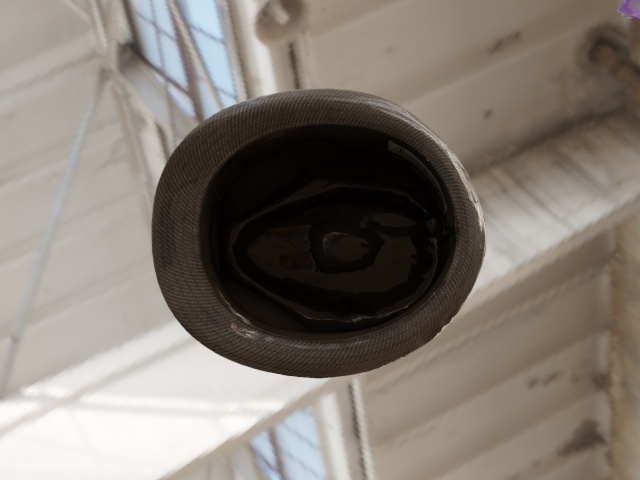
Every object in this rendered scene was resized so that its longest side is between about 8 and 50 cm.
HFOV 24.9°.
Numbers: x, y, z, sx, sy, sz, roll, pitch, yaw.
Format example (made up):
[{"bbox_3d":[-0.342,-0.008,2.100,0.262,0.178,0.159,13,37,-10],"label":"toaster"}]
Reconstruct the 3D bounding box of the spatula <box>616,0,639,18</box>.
[{"bbox_3d":[0.324,-0.253,1.268,0.296,0.084,0.030,-62,-19,-45],"label":"spatula"}]

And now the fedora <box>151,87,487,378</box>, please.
[{"bbox_3d":[0.000,0.000,1.242,0.275,0.244,0.124,-7,-11,0],"label":"fedora"}]
